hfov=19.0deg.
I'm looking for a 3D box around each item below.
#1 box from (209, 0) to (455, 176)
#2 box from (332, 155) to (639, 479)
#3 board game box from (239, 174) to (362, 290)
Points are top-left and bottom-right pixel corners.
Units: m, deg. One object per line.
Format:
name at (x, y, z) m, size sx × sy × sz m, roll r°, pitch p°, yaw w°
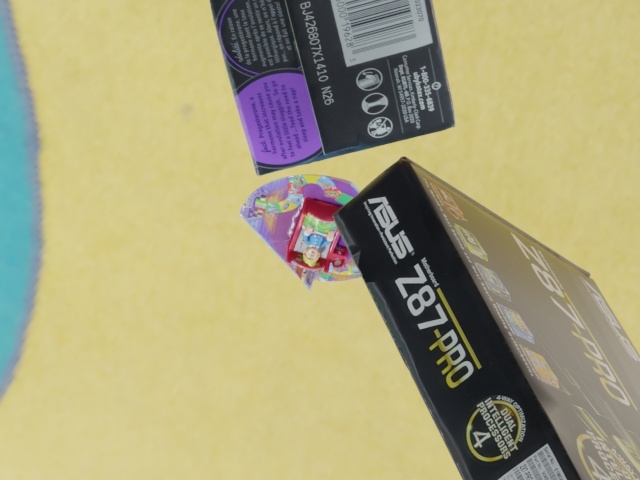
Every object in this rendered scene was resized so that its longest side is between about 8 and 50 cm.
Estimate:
box at (-0.011, -0.197, 1.340) m, size 0.143 × 0.270 × 0.165 m, roll -14°, pitch 130°, yaw -1°
box at (0.196, 0.145, 1.565) m, size 0.097 × 0.395 × 0.318 m, roll -40°, pitch 140°, yaw 17°
board game box at (0.000, 0.000, 1.958) m, size 0.133 × 0.033 × 0.169 m, roll -17°, pitch 135°, yaw 28°
